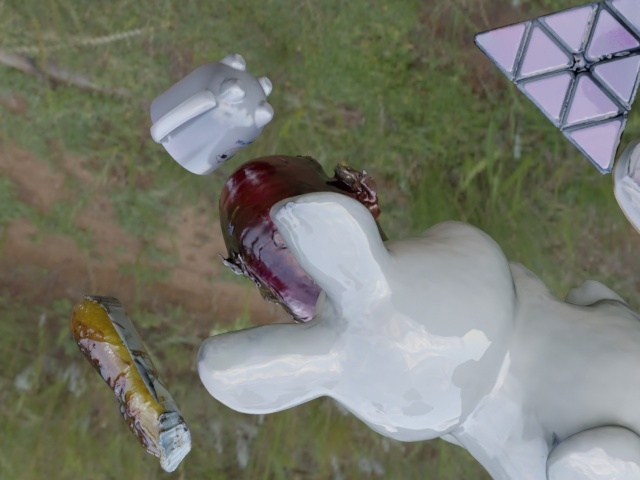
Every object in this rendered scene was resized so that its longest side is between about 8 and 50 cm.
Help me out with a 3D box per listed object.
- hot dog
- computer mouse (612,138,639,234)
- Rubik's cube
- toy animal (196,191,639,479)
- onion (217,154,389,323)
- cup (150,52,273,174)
[{"bbox_3d":[-0.261,0.195,1.610,0.081,0.270,0.163,-30,158,-9],"label":"hot dog"},{"bbox_3d":[0.461,-0.024,1.460,0.245,0.126,0.056,40,142,-3],"label":"computer mouse"},{"bbox_3d":[0.264,-0.150,1.267,0.190,0.178,0.211,0,152,-12],"label":"Rubik's cube"},{"bbox_3d":[0.100,0.095,0.923,0.367,0.241,0.196,25,103,-8],"label":"toy animal"},{"bbox_3d":[0.000,0.000,1.674,0.232,0.314,0.314,-39,129,7],"label":"onion"},{"bbox_3d":[-0.157,-0.190,1.637,0.142,0.134,0.173,-31,147,27],"label":"cup"}]
